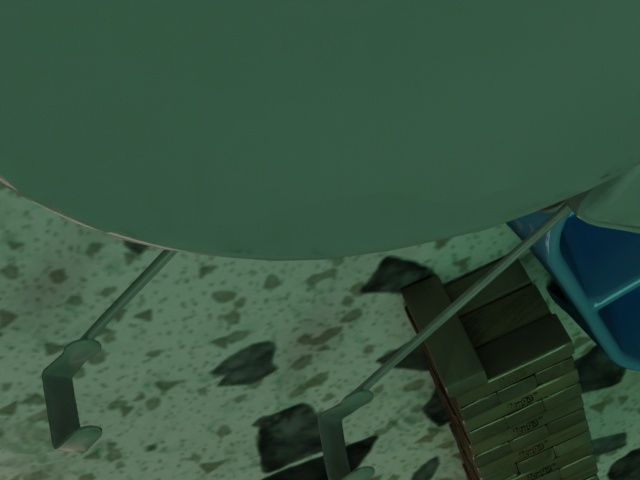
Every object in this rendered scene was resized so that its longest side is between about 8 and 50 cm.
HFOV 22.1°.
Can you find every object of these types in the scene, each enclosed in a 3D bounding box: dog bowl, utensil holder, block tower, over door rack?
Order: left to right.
[{"bbox_3d":[-0.021,-0.232,0.487,0.327,0.385,0.327,-15,141,-13],"label":"utensil holder"},{"bbox_3d":[0.000,0.000,0.976,0.239,0.108,0.324,14,125,-37],"label":"over door rack"},{"bbox_3d":[0.149,0.144,1.237,0.097,0.091,0.335,-25,142,-1],"label":"block tower"},{"bbox_3d":[0.223,-0.008,1.116,0.166,0.074,0.297,-31,140,8],"label":"dog bowl"}]

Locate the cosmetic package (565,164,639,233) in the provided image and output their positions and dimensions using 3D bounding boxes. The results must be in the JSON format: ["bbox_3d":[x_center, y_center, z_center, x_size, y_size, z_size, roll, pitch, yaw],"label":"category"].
[{"bbox_3d":[0.260,-0.232,0.678,0.327,0.329,0.394,8,130,-34],"label":"cosmetic package"}]
